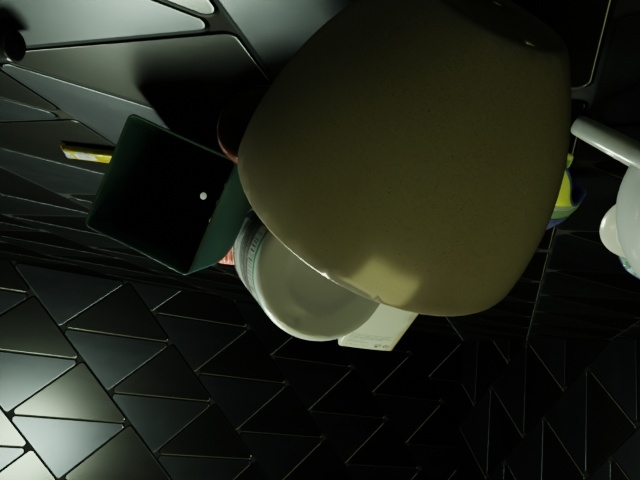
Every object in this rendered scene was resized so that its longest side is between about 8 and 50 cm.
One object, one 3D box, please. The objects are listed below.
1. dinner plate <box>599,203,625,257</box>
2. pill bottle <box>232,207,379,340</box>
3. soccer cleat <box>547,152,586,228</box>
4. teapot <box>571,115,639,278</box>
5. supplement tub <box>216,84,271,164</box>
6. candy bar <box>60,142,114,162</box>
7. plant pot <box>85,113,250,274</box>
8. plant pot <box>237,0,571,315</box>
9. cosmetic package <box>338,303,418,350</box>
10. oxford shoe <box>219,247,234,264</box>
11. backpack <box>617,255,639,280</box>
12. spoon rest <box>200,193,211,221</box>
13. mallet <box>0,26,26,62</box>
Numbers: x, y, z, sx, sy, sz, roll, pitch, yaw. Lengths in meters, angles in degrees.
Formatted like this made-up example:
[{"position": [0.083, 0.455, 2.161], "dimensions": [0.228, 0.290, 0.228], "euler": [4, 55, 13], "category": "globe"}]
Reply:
[{"position": [0.520, -0.017, 0.908], "dimensions": [0.141, 0.017, 0.141], "euler": [8, 131, 9], "category": "dinner plate"}, {"position": [-0.040, 0.026, 0.986], "dimensions": [0.204, 0.204, 0.361], "euler": [11, -175, -17], "category": "pill bottle"}, {"position": [0.266, -0.099, 0.768], "dimensions": [0.121, 0.093, 0.289], "euler": [-36, 140, 25], "category": "soccer cleat"}, {"position": [0.437, -0.045, 0.641], "dimensions": [0.252, 0.256, 0.187], "euler": [-16, -162, 8], "category": "teapot"}, {"position": [-0.049, -0.115, 0.764], "dimensions": [0.106, 0.106, 0.198], "euler": [2, 166, 19], "category": "supplement tub"}, {"position": [-0.365, -0.145, 0.982], "dimensions": [0.161, 0.018, 0.040], "euler": [7, 163, 2], "category": "candy bar"}, {"position": [-0.192, -0.064, 0.870], "dimensions": [0.165, 0.165, 0.234], "euler": [25, -175, 9], "category": "plant pot"}, {"position": [0.092, -0.106, 0.483], "dimensions": [0.284, 0.284, 0.191], "euler": [12, 131, -18], "category": "plant pot"}, {"position": [0.121, 0.053, 1.017], "dimensions": [0.113, 0.160, 0.309], "euler": [9, 142, -12], "category": "cosmetic package"}, {"position": [-0.134, 0.014, 1.378], "dimensions": [0.271, 0.097, 0.098], "euler": [13, -150, 11], "category": "oxford shoe"}, {"position": [0.573, 0.016, 1.004], "dimensions": [0.114, 0.105, 0.084], "euler": [19, 140, -31], "category": "backpack"}, {"position": [-0.273, -0.069, 1.170], "dimensions": [0.137, 0.084, 0.276], "euler": [4, 153, 6], "category": "spoon rest"}, {"position": [-0.385, -0.243, 0.572], "dimensions": [0.062, 0.039, 0.189], "euler": [5, 162, 19], "category": "mallet"}]
